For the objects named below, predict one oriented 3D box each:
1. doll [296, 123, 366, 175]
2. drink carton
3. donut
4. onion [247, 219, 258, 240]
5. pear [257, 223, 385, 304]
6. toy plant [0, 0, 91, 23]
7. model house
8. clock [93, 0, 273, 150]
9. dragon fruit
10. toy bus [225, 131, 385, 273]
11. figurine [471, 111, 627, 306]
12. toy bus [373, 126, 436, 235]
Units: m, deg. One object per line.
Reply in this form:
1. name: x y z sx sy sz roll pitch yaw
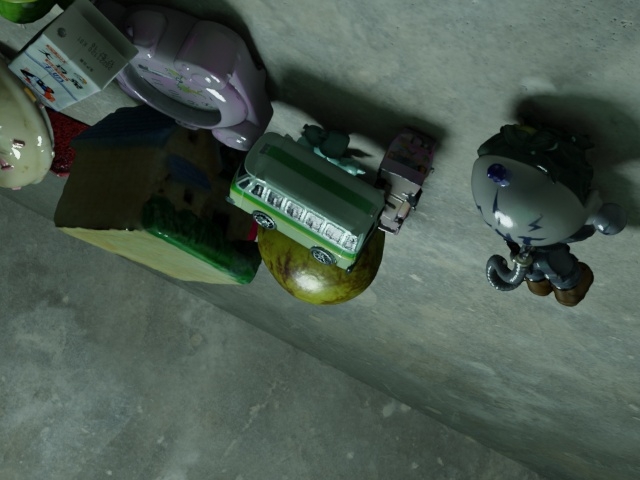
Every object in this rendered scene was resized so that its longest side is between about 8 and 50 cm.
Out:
1. doll: 0.013 -0.172 1.684 0.159 0.059 0.158 35 162 -24
2. drink carton: -0.435 -0.314 1.506 0.130 0.106 0.315 44 161 -24
3. donut: -0.804 -0.291 2.108 0.383 0.142 0.382 28 138 29
4. onion: -0.204 -0.032 2.184 0.135 0.198 0.173 -1 166 -18
5. pear: 0.000 0.000 1.834 0.284 0.283 0.283 23 162 8
6. toy plant: -0.490 -0.434 1.420 0.224 0.184 0.316 -12 173 -13
7. model house: -0.297 -0.118 1.873 0.335 0.342 0.382 1 160 37
8. clock: -0.257 -0.307 1.581 0.322 0.113 0.295 21 162 19
9. dragon fruit: -0.679 -0.234 2.294 0.274 0.161 0.126 23 160 4
10. toy bus: -0.023 -0.080 1.573 0.276 0.133 0.164 30 154 3
11. figurine: 0.358 -0.044 1.378 0.261 0.186 0.382 8 151 32
12. toy bus: 0.145 -0.102 1.611 0.090 0.112 0.274 24 162 3
